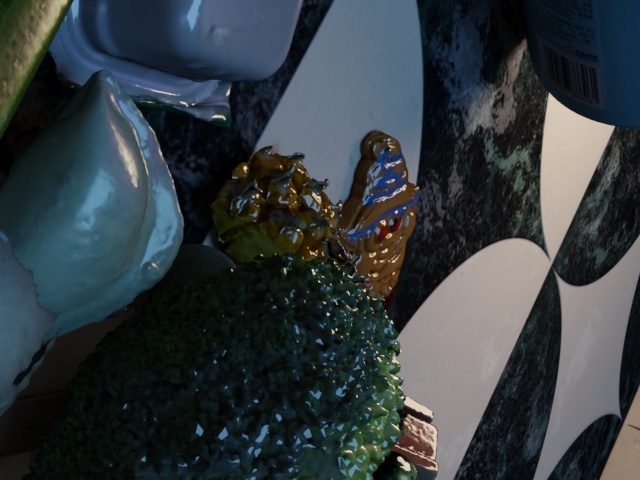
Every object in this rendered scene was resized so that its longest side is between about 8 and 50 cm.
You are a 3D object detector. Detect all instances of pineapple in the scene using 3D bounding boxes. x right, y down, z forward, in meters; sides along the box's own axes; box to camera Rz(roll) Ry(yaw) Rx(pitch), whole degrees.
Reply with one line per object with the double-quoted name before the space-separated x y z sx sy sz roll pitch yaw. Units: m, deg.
"pineapple" -0.002 -0.004 1.246 0.140 0.164 0.250 -64 149 -27

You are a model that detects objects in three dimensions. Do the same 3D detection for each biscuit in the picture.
"biscuit" 0.070 -0.006 1.498 0.183 0.043 0.280 -34 132 -43

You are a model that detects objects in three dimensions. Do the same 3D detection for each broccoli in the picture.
"broccoli" -0.073 0.194 1.013 0.375 0.249 0.302 -38 106 -9

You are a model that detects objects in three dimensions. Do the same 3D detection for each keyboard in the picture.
"keyboard" -0.252 0.159 1.053 0.166 0.017 0.055 -3 105 -60

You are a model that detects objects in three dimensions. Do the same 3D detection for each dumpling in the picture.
"dumpling" -0.188 -0.023 0.953 0.217 0.104 0.149 -65 154 -1

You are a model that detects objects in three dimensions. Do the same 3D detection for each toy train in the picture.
"toy train" 0.039 0.344 1.503 0.221 0.150 0.304 -77 -167 -57

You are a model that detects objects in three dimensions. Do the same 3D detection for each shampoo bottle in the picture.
"shampoo bottle" 0.416 -0.368 1.564 0.331 0.331 0.343 -56 150 -25

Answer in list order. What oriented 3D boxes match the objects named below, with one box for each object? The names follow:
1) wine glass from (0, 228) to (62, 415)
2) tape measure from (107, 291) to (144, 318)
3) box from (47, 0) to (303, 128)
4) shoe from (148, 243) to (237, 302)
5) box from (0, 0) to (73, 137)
"wine glass" -0.319 0.115 0.728 0.357 0.190 0.190 -54 147 -31
"tape measure" -0.186 0.018 1.040 0.091 0.054 0.094 -3 107 -53
"box" -0.077 -0.263 1.003 0.264 0.106 0.337 5 103 -61
"shoe" -0.115 0.123 1.176 0.100 0.103 0.251 -76 168 -81
"box" -0.209 -0.156 0.720 0.097 0.134 0.346 66 35 -50
